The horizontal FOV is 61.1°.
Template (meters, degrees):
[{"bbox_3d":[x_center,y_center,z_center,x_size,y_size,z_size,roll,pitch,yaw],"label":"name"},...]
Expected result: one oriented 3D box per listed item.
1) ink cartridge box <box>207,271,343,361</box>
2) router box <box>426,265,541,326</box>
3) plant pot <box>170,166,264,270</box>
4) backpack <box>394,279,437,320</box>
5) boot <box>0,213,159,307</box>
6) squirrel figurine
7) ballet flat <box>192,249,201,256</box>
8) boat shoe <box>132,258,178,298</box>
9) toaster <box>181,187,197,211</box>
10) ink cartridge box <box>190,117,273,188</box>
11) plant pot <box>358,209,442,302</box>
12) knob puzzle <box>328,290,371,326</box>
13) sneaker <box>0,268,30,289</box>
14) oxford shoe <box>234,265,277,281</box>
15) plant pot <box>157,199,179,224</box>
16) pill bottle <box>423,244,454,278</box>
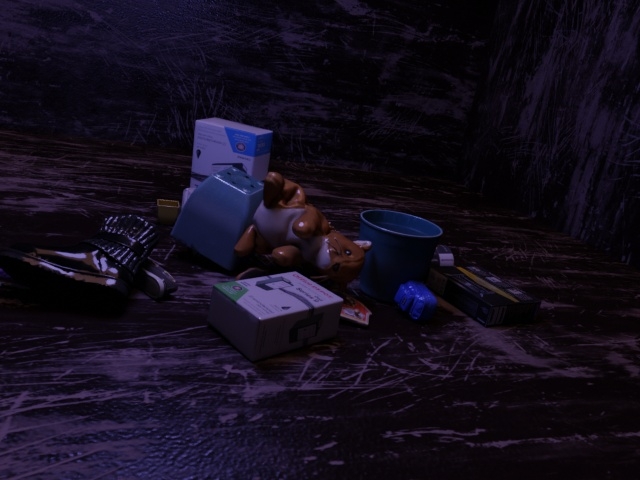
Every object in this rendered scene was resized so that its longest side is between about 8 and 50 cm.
[{"bbox_3d":[-0.115,0.187,1.428,0.289,0.121,0.211,-7,26,-44],"label":"ink cartridge box"},{"bbox_3d":[0.561,0.184,1.889,0.243,0.081,0.309,0,21,-29],"label":"router box"},{"bbox_3d":[-0.302,-0.096,1.808,0.247,0.252,0.248,30,26,10],"label":"plant pot"},{"bbox_3d":[0.295,0.194,1.689,0.101,0.098,0.120,2,29,-29],"label":"backpack"},{"bbox_3d":[-0.633,0.024,1.449,0.348,0.131,0.260,19,48,-11],"label":"boot"},{"bbox_3d":[-0.020,-0.006,1.741,0.370,0.281,0.397,28,7,9],"label":"squirrel figurine"},{"bbox_3d":[-0.376,0.002,1.905,0.067,0.073,0.206,58,29,6],"label":"ballet flat"},{"bbox_3d":[-0.500,0.095,1.564,0.228,0.081,0.068,32,24,33],"label":"boat shoe"},{"bbox_3d":[-0.454,-0.117,2.077,0.146,0.129,0.227,5,-23,-10],"label":"toaster"},{"bbox_3d":[-0.383,-0.290,2.285,0.285,0.395,0.166,16,21,15],"label":"ink cartridge box"},{"bbox_3d":[0.242,0.059,1.804,0.271,0.255,0.271,10,17,-3],"label":"plant pot"},{"bbox_3d":[0.066,0.187,1.645,0.213,0.030,0.213,16,15,-5],"label":"knob puzzle"},{"bbox_3d":[-0.795,0.085,1.429,0.170,0.071,0.068,6,19,-18],"label":"sneaker"},{"bbox_3d":[-0.214,0.117,1.678,0.076,0.076,0.212,9,6,21],"label":"oxford shoe"},{"bbox_3d":[-0.593,-0.105,2.100,0.081,0.083,0.081,4,18,-19],"label":"plant pot"},{"bbox_3d":[0.362,0.080,2.013,0.245,0.130,0.130,0,21,-28],"label":"pill bottle"}]
